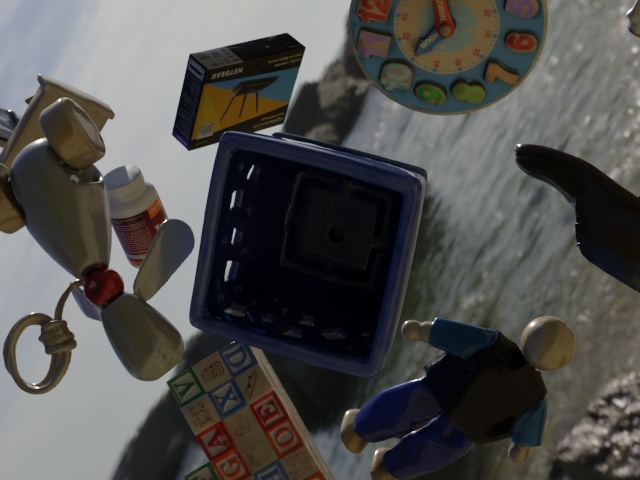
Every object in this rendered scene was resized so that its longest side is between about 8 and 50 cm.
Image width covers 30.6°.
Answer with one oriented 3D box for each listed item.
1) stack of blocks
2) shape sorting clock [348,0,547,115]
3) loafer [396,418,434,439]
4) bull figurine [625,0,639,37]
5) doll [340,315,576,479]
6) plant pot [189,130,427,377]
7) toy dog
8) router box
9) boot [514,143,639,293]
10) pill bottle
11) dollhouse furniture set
[{"bbox_3d":[-0.099,0.303,1.632,0.171,0.297,0.087,-30,-8,3],"label":"stack of blocks"},{"bbox_3d":[0.131,-0.223,1.213,0.206,0.206,0.040,-61,6,32],"label":"shape sorting clock"},{"bbox_3d":[0.144,0.232,1.643,0.302,0.109,0.095,30,-104,-75],"label":"loafer"},{"bbox_3d":[0.467,-0.229,1.181,0.188,0.310,0.101,-57,21,26],"label":"bull figurine"},{"bbox_3d":[0.098,0.108,0.828,0.189,0.129,0.046,-35,5,31],"label":"doll"},{"bbox_3d":[0.000,0.000,1.372,0.212,0.236,0.236,-39,-38,-74],"label":"plant pot"},{"bbox_3d":[-0.262,0.006,1.361,0.161,0.220,0.334,-1,-103,-75],"label":"toy dog"},{"bbox_3d":[-0.112,-0.206,1.607,0.179,0.046,0.133,-21,-37,-40],"label":"router box"},{"bbox_3d":[0.295,-0.028,1.307,0.106,0.219,0.082,-63,-27,1],"label":"boot"},{"bbox_3d":[-0.282,-0.037,1.813,0.086,0.086,0.152,-67,-33,-47],"label":"pill bottle"},{"bbox_3d":[-0.544,-0.241,2.029,0.198,0.286,0.303,-56,40,13],"label":"dollhouse furniture set"}]
